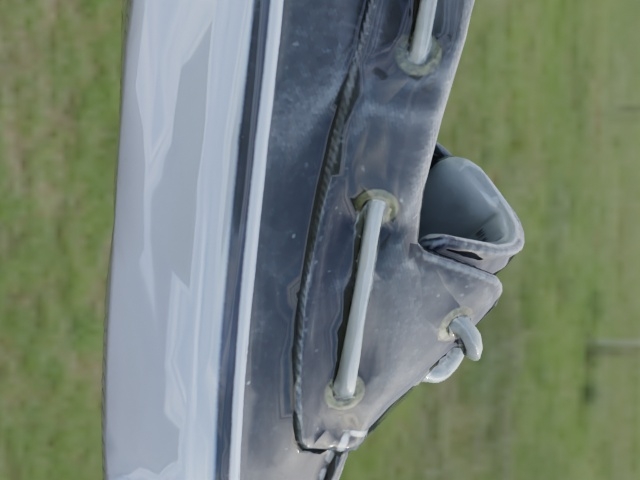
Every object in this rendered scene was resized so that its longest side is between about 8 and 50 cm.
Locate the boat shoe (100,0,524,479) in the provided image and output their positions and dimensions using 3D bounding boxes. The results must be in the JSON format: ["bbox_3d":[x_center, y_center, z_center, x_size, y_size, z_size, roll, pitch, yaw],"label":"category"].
[{"bbox_3d":[0.000,0.000,0.546,0.121,0.119,0.335,-97,-170,-60],"label":"boat shoe"}]
